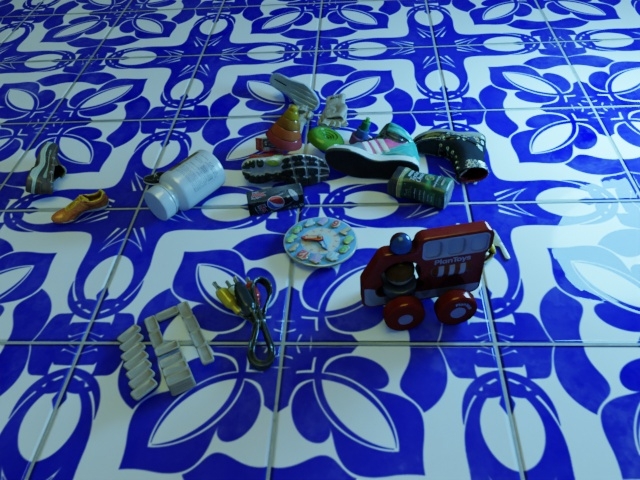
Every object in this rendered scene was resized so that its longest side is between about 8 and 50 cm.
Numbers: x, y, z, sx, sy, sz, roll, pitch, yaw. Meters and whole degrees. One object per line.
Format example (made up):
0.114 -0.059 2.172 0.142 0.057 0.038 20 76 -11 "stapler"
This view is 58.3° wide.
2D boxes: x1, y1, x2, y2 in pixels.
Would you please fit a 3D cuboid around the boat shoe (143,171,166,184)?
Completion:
-0.512 -0.204 1.846 0.125 0.038 0.046 3 45 8 "boat shoe"

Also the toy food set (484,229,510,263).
0.402 0.015 1.539 0.191 0.039 0.133 -11 45 -6 "toy food set"

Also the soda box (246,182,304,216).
-0.135 -0.123 1.719 0.168 0.053 0.060 -11 45 -5 "soda box"

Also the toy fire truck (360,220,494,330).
0.242 0.066 1.349 0.301 0.254 0.170 -7 44 -2 "toy fire truck"

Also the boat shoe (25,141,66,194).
-0.885 -0.231 1.887 0.095 0.095 0.258 12 40 -17 "boat shoe"

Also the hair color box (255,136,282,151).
-0.167 -0.314 1.870 0.071 0.043 0.141 -4 11 -14 "hair color box"

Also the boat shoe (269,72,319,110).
-0.084 -0.555 2.135 0.226 0.083 0.075 40 18 16 "boat shoe"

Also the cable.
-0.160 0.194 1.419 0.139 0.072 0.287 -9 54 -29 "cable"

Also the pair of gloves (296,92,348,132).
-0.020 -0.426 1.996 0.239 0.042 0.204 -13 39 9 "pair of gloves"

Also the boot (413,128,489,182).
0.407 -0.264 1.792 0.236 0.085 0.179 1 47 5 "boot"

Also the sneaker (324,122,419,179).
0.171 -0.296 1.814 0.295 0.124 0.179 9 50 4 "sneaker"

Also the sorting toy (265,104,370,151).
0.012 -0.363 1.820 0.365 0.126 0.127 -3 44 -28 "sorting toy"

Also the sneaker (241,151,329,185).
-0.108 -0.244 1.811 0.278 0.108 0.118 4 31 3 "sneaker"

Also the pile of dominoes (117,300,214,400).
-0.372 0.267 1.373 0.195 0.040 0.251 -22 39 -16 "pile of dominoes"

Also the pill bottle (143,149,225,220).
-0.410 -0.165 1.731 0.131 0.131 0.229 27 53 29 "pill bottle"

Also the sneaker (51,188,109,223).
-0.737 -0.107 1.749 0.175 0.068 0.064 -30 51 -21 "sneaker"

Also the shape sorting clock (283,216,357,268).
0.000 0.000 1.591 0.206 0.040 0.206 -2 45 2 "shape sorting clock"

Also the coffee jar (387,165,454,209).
0.294 -0.159 1.698 0.184 0.079 0.096 17 48 21 "coffee jar"
